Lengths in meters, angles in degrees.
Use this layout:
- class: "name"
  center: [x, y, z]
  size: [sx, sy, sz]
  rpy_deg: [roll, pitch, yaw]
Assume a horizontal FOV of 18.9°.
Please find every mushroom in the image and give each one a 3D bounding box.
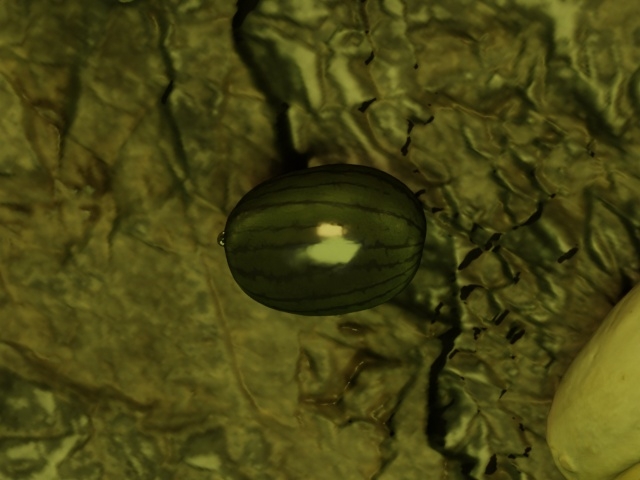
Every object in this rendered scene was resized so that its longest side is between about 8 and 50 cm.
- class: "mushroom"
  center: [0.263, 0.030, 0.963]
  size: [0.351, 0.095, 0.123]
  rpy_deg: [-28, 131, 23]

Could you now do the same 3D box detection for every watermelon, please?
- class: "watermelon"
  center: [0.000, 0.000, 0.983]
  size: [0.111, 0.078, 0.078]
  rpy_deg: [-9, 119, 12]

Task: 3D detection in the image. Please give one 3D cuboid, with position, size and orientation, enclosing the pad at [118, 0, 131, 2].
- class: "pad"
  center: [-0.092, -0.285, 0.862]
  size: [0.286, 0.018, 0.284]
  rpy_deg: [-40, 109, 23]
